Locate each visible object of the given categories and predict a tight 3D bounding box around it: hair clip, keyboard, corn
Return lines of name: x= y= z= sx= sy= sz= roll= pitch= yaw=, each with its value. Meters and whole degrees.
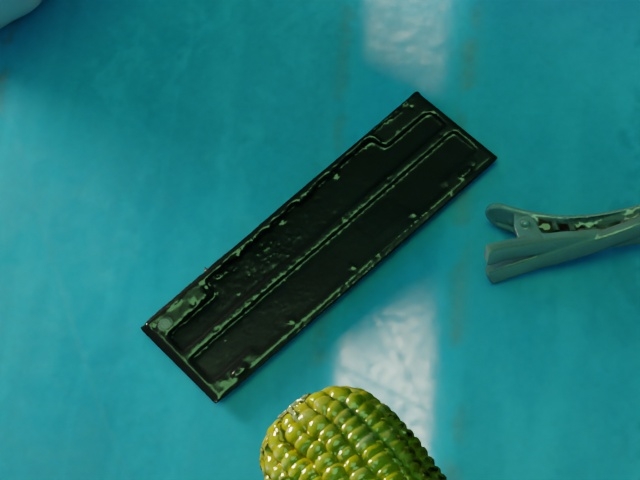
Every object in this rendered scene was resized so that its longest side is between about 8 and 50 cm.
hair clip: x=0.136 y=-0.011 z=0.864 sx=0.115 sy=0.030 sz=0.039 roll=-10 pitch=59 yaw=2
keyboard: x=0.000 y=0.000 z=0.888 sx=0.198 sy=0.010 sz=0.063 roll=-40 pitch=65 yaw=-14
corn: x=0.046 y=0.150 z=0.765 sx=0.072 sy=0.072 sz=0.203 roll=-32 pitch=63 yaw=-11

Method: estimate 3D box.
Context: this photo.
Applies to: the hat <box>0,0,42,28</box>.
hat: x=-0.214 y=-0.190 z=0.957 sx=0.203 sy=0.126 sz=0.203 roll=-3 pitch=61 yaw=6
